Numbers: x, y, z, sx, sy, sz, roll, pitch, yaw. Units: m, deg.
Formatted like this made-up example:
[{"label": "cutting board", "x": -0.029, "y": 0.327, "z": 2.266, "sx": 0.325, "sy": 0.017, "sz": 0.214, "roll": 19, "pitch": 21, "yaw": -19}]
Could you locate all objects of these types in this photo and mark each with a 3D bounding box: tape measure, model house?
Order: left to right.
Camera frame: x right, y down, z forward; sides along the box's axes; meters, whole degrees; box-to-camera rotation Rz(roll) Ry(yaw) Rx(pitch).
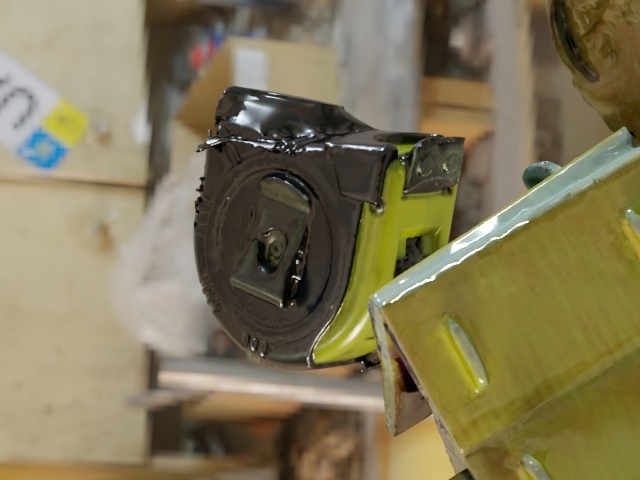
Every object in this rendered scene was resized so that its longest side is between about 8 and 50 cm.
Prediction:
[{"label": "tape measure", "x": 0.000, "y": 0.000, "z": 1.362, "sx": 0.199, "sy": 0.112, "sz": 0.186, "roll": 19, "pitch": 108, "yaw": 39}, {"label": "model house", "x": 0.087, "y": 0.106, "z": 1.026, "sx": 0.340, "sy": 0.300, "sz": 0.324, "roll": 45, "pitch": 162, "yaw": 57}]

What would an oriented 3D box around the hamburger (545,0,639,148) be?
[{"label": "hamburger", "x": 0.243, "y": -0.107, "z": 0.990, "sx": 0.134, "sy": 0.265, "sz": 0.285, "roll": -47, "pitch": 13, "yaw": -29}]
